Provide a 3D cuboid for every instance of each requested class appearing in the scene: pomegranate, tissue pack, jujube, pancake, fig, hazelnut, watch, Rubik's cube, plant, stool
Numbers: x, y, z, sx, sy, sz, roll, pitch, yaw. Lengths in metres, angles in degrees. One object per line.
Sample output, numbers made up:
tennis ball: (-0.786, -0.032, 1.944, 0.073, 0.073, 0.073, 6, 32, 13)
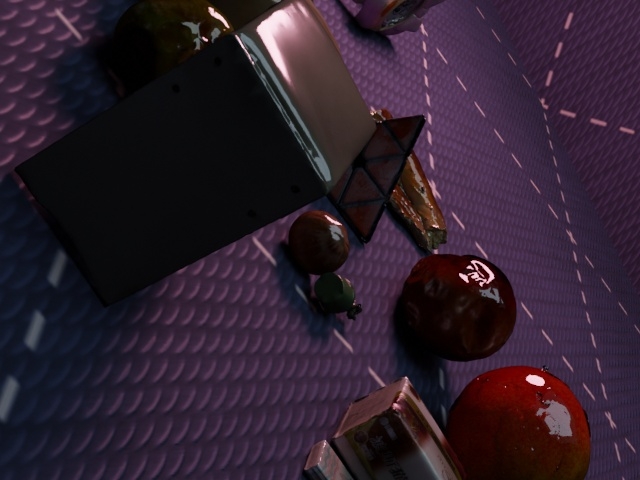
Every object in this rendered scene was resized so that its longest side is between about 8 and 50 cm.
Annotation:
pomegranate: (0.270, 0.287, 1.728, 0.210, 0.210, 0.235, 4, 87, -65)
tissue pack: (0.098, 0.257, 1.503, 0.149, 0.099, 0.106, 57, 21, -8)
jujube: (0.200, 0.087, 1.894, 0.168, 0.168, 0.236, 52, 5, -22)
pancake: (0.120, -0.103, 2.077, 0.266, 0.057, 0.244, 65, 22, 8)
fig: (-0.167, -0.219, 1.477, 0.154, 0.144, 0.166, 15, 26, -10)
hazelnut: (0.000, 0.000, 1.637, 0.086, 0.086, 0.086, 48, 24, -30)
watch: (0.123, -0.537, 2.479, 0.218, 0.211, 0.248, 56, 28, 12)
Rubik's cube: (0.067, -0.148, 1.918, 0.211, 0.190, 0.178, 57, 4, -24)
plant: (0.025, 0.074, 1.648, 0.102, 0.051, 0.051, 47, 21, -64)
tissue pack: (0.023, 0.280, 1.409, 0.108, 0.023, 0.056, 56, 21, -15)
stool: (-0.110, -0.096, 1.248, 0.170, 0.269, 0.243, 58, 21, -10)

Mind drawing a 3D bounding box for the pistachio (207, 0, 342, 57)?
pistachio: (-0.092, -0.291, 1.663, 0.288, 0.166, 0.197, 44, 47, -39)

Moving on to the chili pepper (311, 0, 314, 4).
chili pepper: (-0.040, -0.453, 2.135, 0.204, 0.072, 0.073, 51, 21, -23)
